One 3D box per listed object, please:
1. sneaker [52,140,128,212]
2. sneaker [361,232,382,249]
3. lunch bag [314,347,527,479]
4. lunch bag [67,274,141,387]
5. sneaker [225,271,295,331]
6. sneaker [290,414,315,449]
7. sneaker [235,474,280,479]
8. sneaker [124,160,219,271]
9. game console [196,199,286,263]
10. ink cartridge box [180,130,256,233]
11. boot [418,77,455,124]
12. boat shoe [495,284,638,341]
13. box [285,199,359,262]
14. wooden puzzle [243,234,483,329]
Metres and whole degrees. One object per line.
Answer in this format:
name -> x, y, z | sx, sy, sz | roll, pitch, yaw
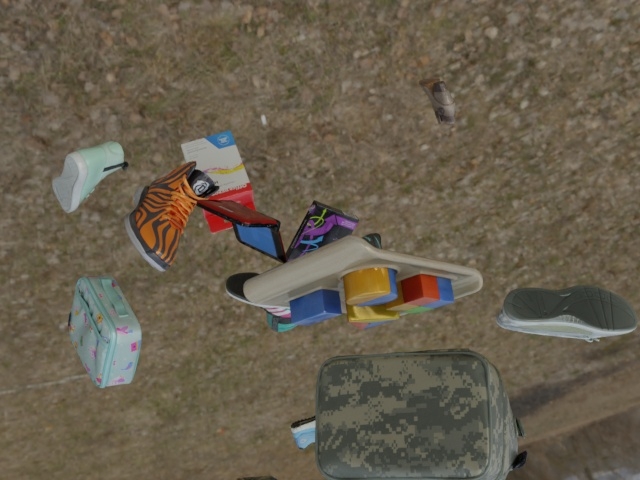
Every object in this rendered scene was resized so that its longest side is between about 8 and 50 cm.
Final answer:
sneaker -> -0.560, -0.155, 1.664 | 0.151, 0.094, 0.256 | -29, 176, -39
sneaker -> 0.158, 0.105, 1.875 | 0.101, 0.267, 0.106 | 8, -147, 43
lunch bag -> 0.170, 0.308, 1.124 | 0.305, 0.212, 0.256 | -9, 157, 21
lunch bag -> -0.571, 0.227, 1.780 | 0.108, 0.279, 0.224 | -7, 127, -38
sneaker -> -0.160, 0.195, 2.091 | 0.296, 0.123, 0.178 | 13, 140, -13
sneaker -> 0.004, 0.450, 1.599 | 0.162, 0.073, 0.063 | -7, 177, -32
sneaker -> -0.140, 0.592, 1.606 | 0.086, 0.064, 0.192 | 1, 161, -22
sneaker -> -0.312, -0.076, 1.456 | 0.180, 0.321, 0.124 | -33, 126, 9
game console -> -0.142, -0.015, 1.214 | 0.124, 0.144, 0.085 | -2, 109, -48
ink cartridge box -> -0.251, -0.147, 1.699 | 0.134, 0.231, 0.078 | -19, 159, -10
boot -> 0.232, -0.275, 1.347 | 0.042, 0.087, 0.118 | -20, -159, -4
boat shoe -> 0.582, 0.178, 1.605 | 0.321, 0.118, 0.103 | 2, 149, -4
box -> 0.000, 0.000, 1.524 | 0.116, 0.029, 0.162 | 18, 111, -29
wooden puzzle -> 0.082, 0.104, 1.269 | 0.348, 0.080, 0.322 | 17, 151, -40
